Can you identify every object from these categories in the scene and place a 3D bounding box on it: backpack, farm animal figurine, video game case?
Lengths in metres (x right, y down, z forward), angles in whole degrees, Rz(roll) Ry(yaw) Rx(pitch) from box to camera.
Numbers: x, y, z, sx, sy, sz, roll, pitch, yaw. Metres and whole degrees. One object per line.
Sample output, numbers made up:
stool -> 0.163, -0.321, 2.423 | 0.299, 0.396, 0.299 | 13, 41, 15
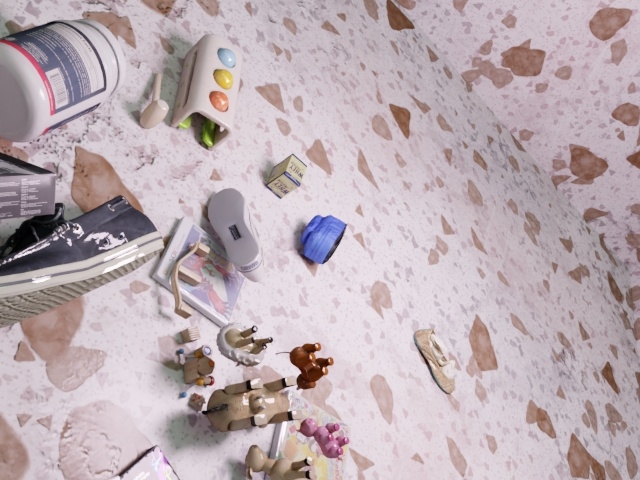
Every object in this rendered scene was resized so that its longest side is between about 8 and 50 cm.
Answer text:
backpack -> 0.000, 0.000, 1.907 | 0.101, 0.098, 0.120 | 24, 42, 2
farm animal figurine -> -0.105, 0.363, 1.479 | 0.327, 0.172, 0.330 | 28, 51, -39
video game case -> -0.260, 0.069, 1.621 | 0.201, 0.023, 0.183 | 40, 41, -24
video game case -> -0.022, 0.477, 1.619 | 0.206, 0.026, 0.227 | 38, 42, -27

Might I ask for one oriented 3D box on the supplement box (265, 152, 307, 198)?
supplement box -> -0.090, -0.170, 1.923 | 0.056, 0.083, 0.083 | 40, 43, -23

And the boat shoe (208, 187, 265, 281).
boat shoe -> -0.186, -0.013, 1.685 | 0.267, 0.096, 0.088 | 58, -8, 42

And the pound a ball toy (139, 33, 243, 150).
pound a ball toy -> -0.300, -0.377, 1.781 | 0.208, 0.136, 0.319 | 31, 45, -33

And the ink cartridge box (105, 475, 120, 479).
ink cartridge box -> -0.388, 0.464, 1.180 | 0.150, 0.063, 0.109 | -8, 73, -51

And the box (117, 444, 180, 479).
box -> -0.295, 0.469, 1.312 | 0.162, 0.029, 0.116 | 59, 36, -3

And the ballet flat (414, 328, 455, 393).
ballet flat -> 0.344, 0.343, 2.088 | 0.206, 0.067, 0.073 | 58, 36, -3

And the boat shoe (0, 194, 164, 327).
boat shoe -> -0.479, 0.028, 1.277 | 0.156, 0.187, 0.500 | 59, 31, 1

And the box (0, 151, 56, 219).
box -> -0.622, -0.089, 1.148 | 0.307, 0.242, 0.076 | -11, 114, -51

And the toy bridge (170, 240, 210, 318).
toy bridge -> -0.285, 0.074, 1.551 | 0.063, 0.026, 0.188 | 33, 44, -28

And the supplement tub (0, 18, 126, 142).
supplement tub -> -0.535, -0.323, 1.431 | 0.191, 0.191, 0.272 | 53, 37, -8

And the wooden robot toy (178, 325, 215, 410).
wooden robot toy -> -0.236, 0.253, 1.481 | 0.076, 0.079, 0.173 | 16, 55, -42
